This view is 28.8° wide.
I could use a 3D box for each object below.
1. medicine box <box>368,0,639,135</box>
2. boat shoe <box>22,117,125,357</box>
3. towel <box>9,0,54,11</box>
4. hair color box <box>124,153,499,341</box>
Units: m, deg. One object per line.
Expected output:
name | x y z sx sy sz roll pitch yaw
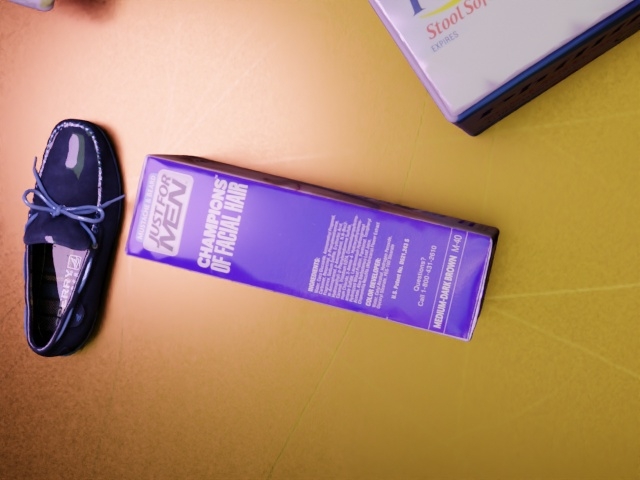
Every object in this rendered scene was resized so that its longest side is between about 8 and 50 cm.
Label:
medicine box | 0.199 -0.228 1.130 0.263 0.289 0.149 -33 87 10
boat shoe | -0.265 -0.001 1.328 0.109 0.089 0.258 1 93 10
towel | -0.367 -0.455 1.233 0.320 0.090 0.375 17 89 -14
hair color box | 0.000 0.000 1.233 0.338 0.185 0.110 12 95 9
